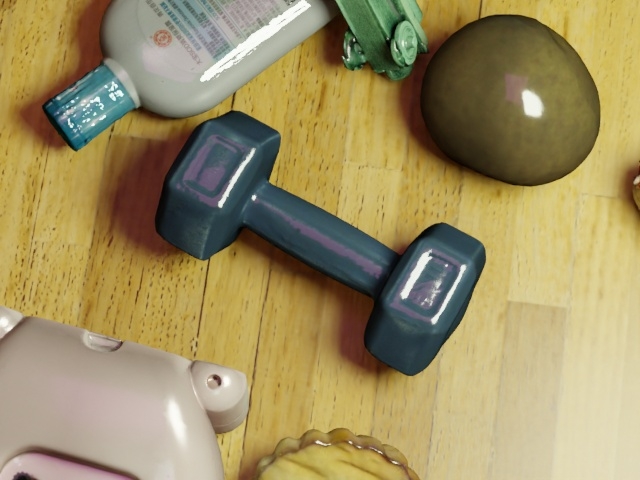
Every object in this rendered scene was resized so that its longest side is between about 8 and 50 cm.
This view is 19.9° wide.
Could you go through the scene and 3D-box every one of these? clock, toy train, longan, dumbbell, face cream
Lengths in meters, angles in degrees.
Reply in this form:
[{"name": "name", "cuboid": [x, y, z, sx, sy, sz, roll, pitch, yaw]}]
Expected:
[{"name": "clock", "cuboid": [-0.243, 0.251, 1.754, 0.342, 0.184, 0.326, 14, 80, 9]}, {"name": "toy train", "cuboid": [0.053, -0.266, 1.888, 0.083, 0.200, 0.132, -3, 45, 29]}, {"name": "longan", "cuboid": [0.196, -0.143, 1.866, 0.189, 0.189, 0.189, 0, 75, -1]}, {"name": "dumbbell", "cuboid": [0.000, 0.000, 1.831, 0.325, 0.160, 0.144, 30, 109, 7]}, {"name": "face cream", "cuboid": [-0.141, -0.215, 1.918, 0.337, 0.080, 0.163, -38, 81, -10]}]

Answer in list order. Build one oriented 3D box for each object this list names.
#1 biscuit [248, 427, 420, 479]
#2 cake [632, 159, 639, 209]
[{"name": "biscuit", "cuboid": [0.017, 0.236, 1.806, 0.183, 0.061, 0.118, 4, 111, 0]}, {"name": "cake", "cuboid": [0.409, -0.093, 1.888, 0.117, 0.086, 0.220, 37, 79, 6]}]
